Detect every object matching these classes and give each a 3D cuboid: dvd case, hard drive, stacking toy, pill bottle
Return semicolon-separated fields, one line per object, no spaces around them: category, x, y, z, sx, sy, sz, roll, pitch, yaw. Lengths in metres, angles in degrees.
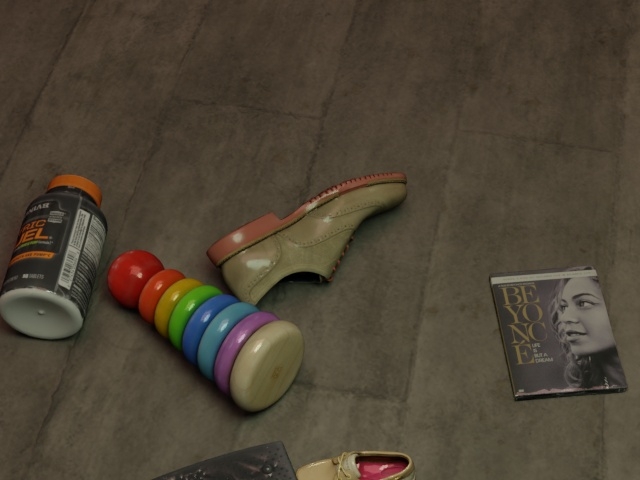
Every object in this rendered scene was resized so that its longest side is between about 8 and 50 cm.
dvd case;0.350;0.134;1.858;0.164;0.018;0.221;-4;51;-2
hard drive;-0.144;0.377;1.650;0.254;0.054;0.172;-17;53;-12
stacking toy;-0.187;0.116;1.824;0.330;0.141;0.141;28;57;30
pill bottle;-0.398;0.017;1.894;0.130;0.130;0.246;4;51;4

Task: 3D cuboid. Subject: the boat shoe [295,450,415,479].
boat shoe;0.045;0.311;1.695;0.170;0.059;0.063;-5;52;-3

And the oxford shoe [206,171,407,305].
oxford shoe;0.000;0.000;1.933;0.348;0.123;0.130;-25;82;-19
